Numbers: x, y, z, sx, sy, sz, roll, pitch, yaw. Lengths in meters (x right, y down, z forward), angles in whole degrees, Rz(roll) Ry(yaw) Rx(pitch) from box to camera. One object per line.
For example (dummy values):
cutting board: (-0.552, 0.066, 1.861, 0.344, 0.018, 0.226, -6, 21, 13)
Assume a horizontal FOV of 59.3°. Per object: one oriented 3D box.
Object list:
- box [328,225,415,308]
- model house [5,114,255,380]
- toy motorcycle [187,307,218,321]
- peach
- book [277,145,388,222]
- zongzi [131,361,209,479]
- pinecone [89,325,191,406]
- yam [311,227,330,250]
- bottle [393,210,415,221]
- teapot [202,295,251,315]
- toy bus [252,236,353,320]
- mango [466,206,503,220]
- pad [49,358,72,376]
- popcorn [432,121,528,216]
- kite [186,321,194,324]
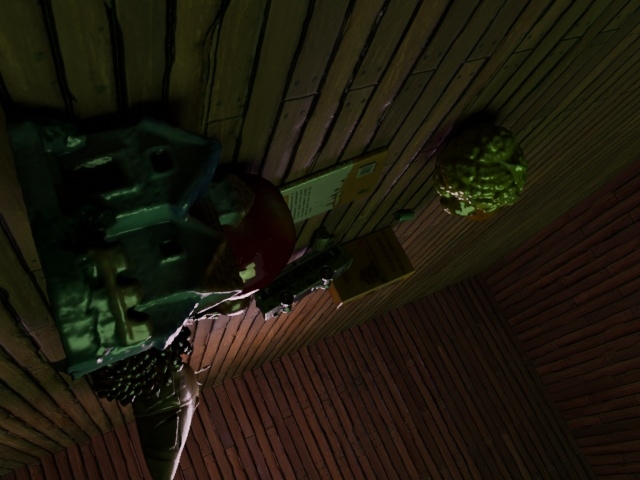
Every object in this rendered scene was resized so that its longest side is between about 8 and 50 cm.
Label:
box: (0.140, 0.082, 1.788, 0.274, 0.174, 0.076, -21, 162, -20)
model house: (-0.211, -0.011, 0.772, 0.329, 0.295, 0.252, -14, 164, -27)
toy motorcycle: (-0.337, 0.199, 1.626, 0.193, 0.061, 0.124, -10, 165, -17)
peach: (-0.163, -0.004, 1.026, 0.243, 0.199, 0.244, -29, 138, -31)
book: (0.006, -0.108, 1.281, 0.295, 0.020, 0.208, -22, 163, -13)
zongzi: (-0.551, 0.671, 2.062, 0.218, 0.467, 0.500, -4, 163, -1)
pinecone: (-0.441, 0.276, 1.421, 0.246, 0.246, 0.292, -33, 173, 22)
yam: (0.000, 0.000, 1.564, 0.043, 0.043, 0.094, -19, 161, -22)
bottle: (0.261, -0.076, 1.740, 0.083, 0.030, 0.030, -9, 156, -47)
teapot: (-0.253, 0.140, 1.527, 0.173, 0.116, 0.116, -53, 162, -1)
toy bus: (-0.061, 0.102, 1.632, 0.301, 0.139, 0.113, -30, 165, -16)
mango: (0.496, -0.145, 1.723, 0.156, 0.151, 0.249, -56, 160, -10)
pad: (-0.606, 0.329, 1.724, 0.367, 0.007, 0.248, -22, 163, -16)
popcorn: (0.381, -0.167, 1.364, 0.237, 0.206, 0.251, -40, -177, -10)
kite: (-0.439, 0.253, 1.714, 0.232, 0.009, 0.189, -32, 162, 18)
